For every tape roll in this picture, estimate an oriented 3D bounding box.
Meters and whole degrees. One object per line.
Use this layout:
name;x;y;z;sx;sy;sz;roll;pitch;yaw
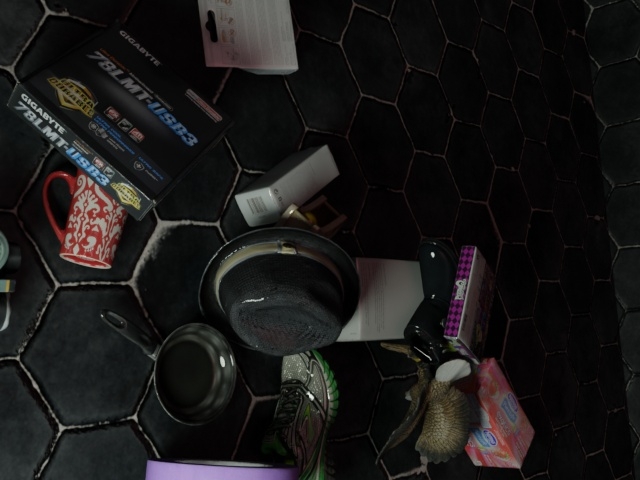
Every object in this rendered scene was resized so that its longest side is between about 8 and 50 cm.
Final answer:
tape roll;-0.177;0.445;1.408;0.275;0.275;0.090;16;72;-45

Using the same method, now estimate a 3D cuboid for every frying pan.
frying pan;-0.294;0.249;1.485;0.326;0.053;0.197;15;72;-43

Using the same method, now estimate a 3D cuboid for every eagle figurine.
eagle figurine;0.259;0.414;1.946;0.225;0.226;0.298;48;45;-72

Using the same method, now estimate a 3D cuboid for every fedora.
fedora;-0.072;0.134;1.548;0.334;0.334;0.152;51;11;-28

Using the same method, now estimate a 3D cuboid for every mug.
mug;-0.414;-0.045;1.391;0.113;0.150;0.169;66;32;-73

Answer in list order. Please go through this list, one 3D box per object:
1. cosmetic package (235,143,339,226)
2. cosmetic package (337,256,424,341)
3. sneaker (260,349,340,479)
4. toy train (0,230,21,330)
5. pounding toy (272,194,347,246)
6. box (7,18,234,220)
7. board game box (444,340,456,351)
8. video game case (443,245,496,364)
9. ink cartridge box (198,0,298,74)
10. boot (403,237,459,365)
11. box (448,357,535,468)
cosmetic package;-0.071;-0.125;1.748;0.231;0.117;0.085;-40;112;-42
cosmetic package;0.156;0.147;1.913;0.366;0.155;0.196;7;78;-47
sneaker;-0.049;0.390;1.664;0.146;0.134;0.343;9;74;-41
toy train;-0.603;0.061;1.134;0.334;0.142;0.190;6;91;-49
pounding toy;0.000;0.000;1.696;0.155;0.154;0.269;44;2;9
box;-0.341;-0.224;1.389;0.295;0.073;0.293;42;44;-7
board game box;0.308;0.215;2.111;0.043;0.092;0.181;-40;112;-44
video game case;0.366;0.159;1.885;0.210;0.042;0.232;44;56;-54
ink cartridge box;-0.170;-0.475;1.768;0.232;0.066;0.189;-7;88;-27
boot;0.262;0.146;1.843;0.207;0.094;0.246;-50;128;-42
box;0.460;0.482;2.182;0.300;0.154;0.142;58;47;-22
